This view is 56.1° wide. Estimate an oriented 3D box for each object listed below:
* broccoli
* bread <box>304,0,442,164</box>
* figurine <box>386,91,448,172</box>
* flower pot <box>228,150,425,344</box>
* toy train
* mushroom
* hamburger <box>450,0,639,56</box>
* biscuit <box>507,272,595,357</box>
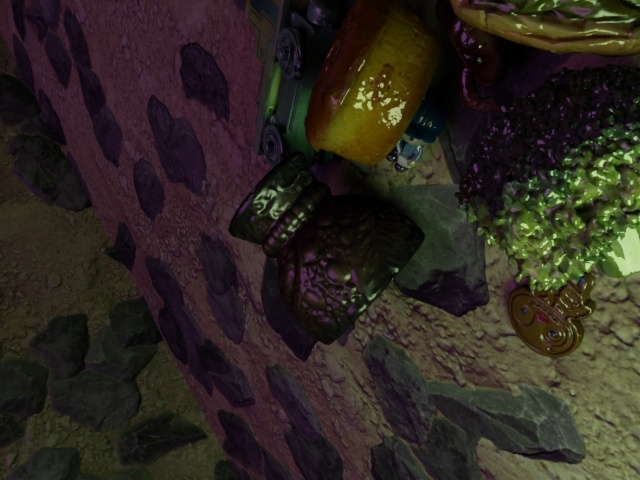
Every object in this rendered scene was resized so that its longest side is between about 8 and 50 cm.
[{"bbox_3d":[0.285,-0.067,0.697,0.288,0.235,0.259,-97,-2,-72],"label":"broccoli"},{"bbox_3d":[0.067,-0.228,0.871,0.146,0.268,0.268,24,143,-8],"label":"bread"},{"bbox_3d":[0.151,-0.168,0.956,0.086,0.087,0.149,56,161,18],"label":"figurine"},{"bbox_3d":[0.000,0.000,1.045,0.267,0.266,0.266,43,143,4],"label":"flower pot"},{"bbox_3d":[-0.055,-0.294,1.110,0.237,0.150,0.369,55,146,32],"label":"toy train"},{"bbox_3d":[0.208,-0.250,0.790,0.080,0.135,0.170,-17,111,19],"label":"mushroom"},{"bbox_3d":[0.235,-0.297,0.636,0.330,0.209,0.162,44,140,34],"label":"hamburger"},{"bbox_3d":[0.339,0.100,0.891,0.124,0.026,0.175,40,139,33],"label":"biscuit"}]
